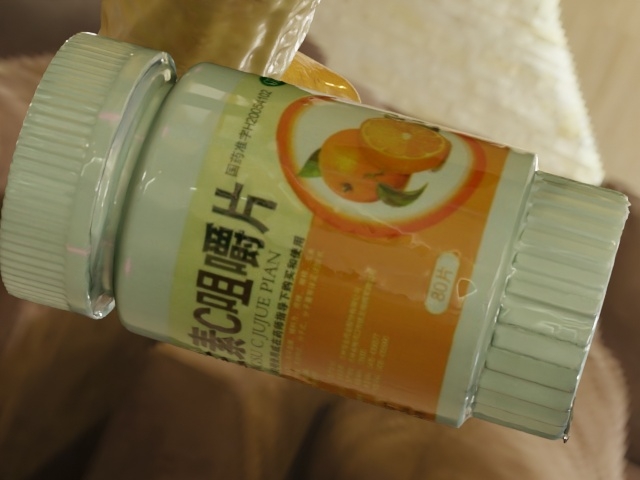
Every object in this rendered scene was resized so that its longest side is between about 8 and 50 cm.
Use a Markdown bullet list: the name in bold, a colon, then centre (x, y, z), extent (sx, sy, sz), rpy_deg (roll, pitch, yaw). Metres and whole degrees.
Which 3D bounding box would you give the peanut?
- **peanut**: centre (-0.056, -0.196, 1.216), extent (0.147, 0.305, 0.147), rpy_deg (12, 52, -16)

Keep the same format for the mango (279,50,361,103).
- **mango**: centre (-0.072, -0.147, 1.916), extent (0.262, 0.109, 0.157), rpy_deg (17, 13, -46)

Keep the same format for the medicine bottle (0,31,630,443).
- **medicine bottle**: centre (0.000, 0.000, 1.071), extent (0.318, 0.158, 0.158), rpy_deg (15, 6, 6)
